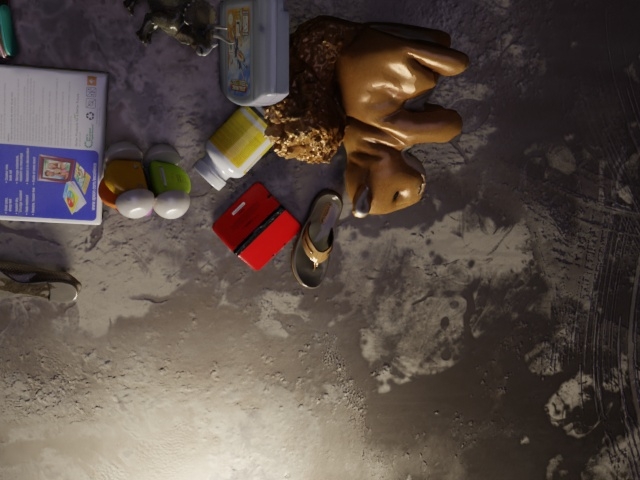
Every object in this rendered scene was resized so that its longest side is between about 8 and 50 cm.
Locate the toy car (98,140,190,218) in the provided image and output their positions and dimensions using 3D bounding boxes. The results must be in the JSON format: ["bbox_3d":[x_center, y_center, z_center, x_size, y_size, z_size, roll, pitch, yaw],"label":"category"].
[{"bbox_3d":[-0.354,-0.104,1.653,0.182,0.159,0.136,-1,149,-34],"label":"toy car"}]

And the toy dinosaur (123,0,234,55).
[{"bbox_3d":[-0.301,-0.473,1.577,0.160,0.121,0.314,-29,93,5],"label":"toy dinosaur"}]

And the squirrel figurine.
[{"bbox_3d":[0.077,-0.241,1.657,0.397,0.281,0.370,7,113,-10],"label":"squirrel figurine"}]

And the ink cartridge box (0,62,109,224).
[{"bbox_3d":[-0.579,-0.191,1.622,0.307,0.072,0.304,4,104,-10],"label":"ink cartridge box"}]

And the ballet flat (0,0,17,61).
[{"bbox_3d":[-0.618,-0.450,1.553,0.079,0.077,0.222,3,104,8],"label":"ballet flat"}]

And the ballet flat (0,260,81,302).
[{"bbox_3d":[-0.614,0.076,1.689,0.249,0.058,0.084,8,123,-7],"label":"ballet flat"}]

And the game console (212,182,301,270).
[{"bbox_3d":[-0.136,-0.029,1.773,0.144,0.085,0.124,-44,76,1],"label":"game console"}]

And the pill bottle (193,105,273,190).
[{"bbox_3d":[-0.169,-0.193,1.679,0.184,0.103,0.103,-45,107,2],"label":"pill bottle"}]

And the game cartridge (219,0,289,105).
[{"bbox_3d":[-0.131,-0.352,1.548,0.062,0.297,0.198,0,102,-23],"label":"game cartridge"}]

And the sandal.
[{"bbox_3d":[0.000,0.000,1.777,0.090,0.060,0.219,18,97,-22],"label":"sandal"}]
